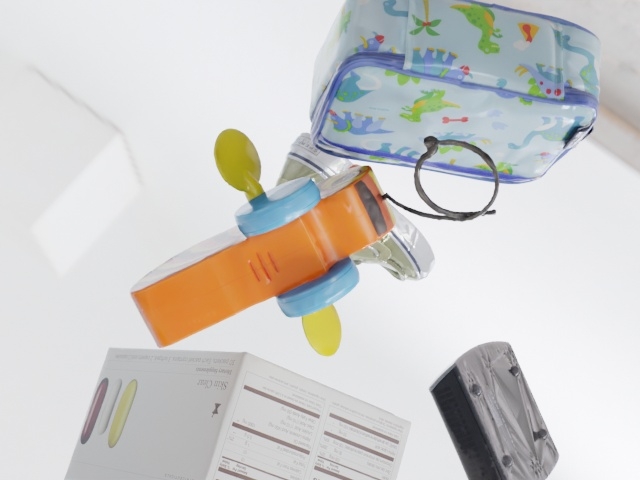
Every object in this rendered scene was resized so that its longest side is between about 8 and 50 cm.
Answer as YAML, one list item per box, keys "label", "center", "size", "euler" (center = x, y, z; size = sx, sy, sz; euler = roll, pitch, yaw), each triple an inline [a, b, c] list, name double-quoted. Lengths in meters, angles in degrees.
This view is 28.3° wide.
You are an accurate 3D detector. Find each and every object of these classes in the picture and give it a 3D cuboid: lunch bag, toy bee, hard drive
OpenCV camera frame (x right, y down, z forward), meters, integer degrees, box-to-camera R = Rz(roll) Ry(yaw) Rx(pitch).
- label: "lunch bag"
  center: [0.106, -0.117, 1.027]
  size: [0.219, 0.090, 0.176]
  euler: [10, 158, -12]
- label: "toy bee"
  center: [0.000, 0.000, 1.045]
  size: [0.162, 0.298, 0.195]
  euler: [-63, -30, -72]
- label: "hard drive"
  center: [0.200, 0.205, 1.450]
  size: [0.172, 0.054, 0.254]
  euler: [67, -160, 8]

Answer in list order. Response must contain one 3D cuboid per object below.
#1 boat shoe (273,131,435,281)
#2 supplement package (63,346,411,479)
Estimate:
- label: "boat shoe"
  center: [0.036, -0.020, 1.558]
  size: [0.109, 0.094, 0.302]
  euler: [30, 171, 46]
- label: "supplement package"
  center: [-0.085, 0.203, 1.216]
  size: [0.204, 0.145, 0.262]
  euler: [26, 162, -32]
